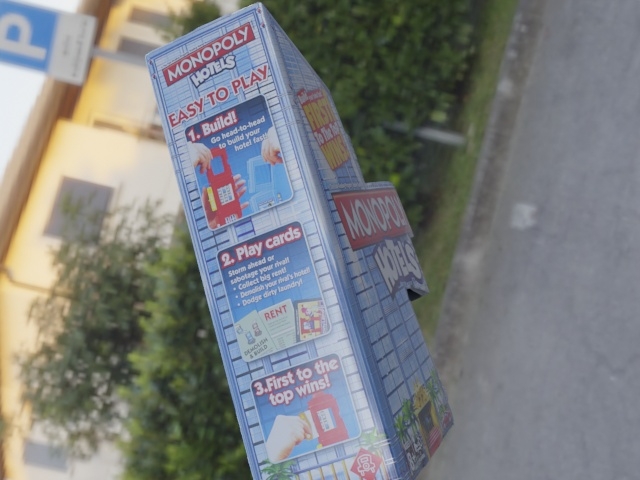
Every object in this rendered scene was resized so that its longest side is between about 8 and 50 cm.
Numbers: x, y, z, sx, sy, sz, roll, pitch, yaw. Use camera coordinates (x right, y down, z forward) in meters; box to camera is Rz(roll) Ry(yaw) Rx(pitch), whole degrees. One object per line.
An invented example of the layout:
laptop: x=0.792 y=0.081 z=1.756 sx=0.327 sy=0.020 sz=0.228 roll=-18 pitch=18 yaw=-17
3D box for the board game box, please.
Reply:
board game box: x=0.000 y=0.000 z=0.464 sx=0.194 sy=0.060 sz=0.194 roll=70 pitch=-162 yaw=1
